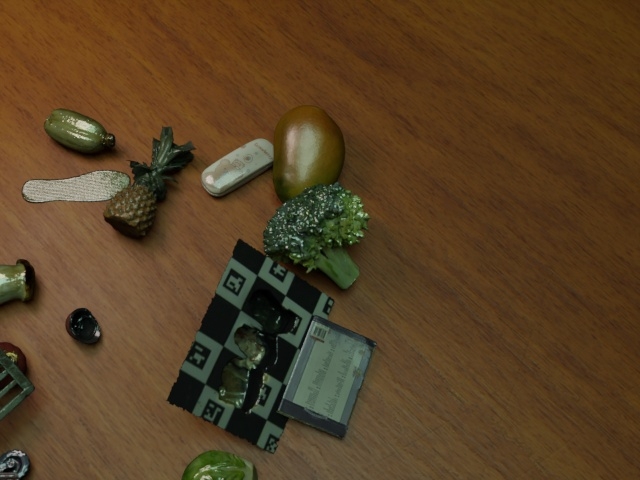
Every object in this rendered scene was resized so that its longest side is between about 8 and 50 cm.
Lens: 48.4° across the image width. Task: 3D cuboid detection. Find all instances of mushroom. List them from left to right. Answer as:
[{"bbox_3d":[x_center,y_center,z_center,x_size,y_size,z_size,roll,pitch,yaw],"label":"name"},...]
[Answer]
[{"bbox_3d":[-0.771,0.120,1.530,0.312,0.081,0.100,-17,63,-12],"label":"mushroom"}]

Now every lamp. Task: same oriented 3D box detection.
[{"bbox_3d":[-0.661,0.260,1.475,0.101,0.090,0.101,25,50,-34],"label":"lamp"}]

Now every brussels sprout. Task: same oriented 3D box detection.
[{"bbox_3d":[-0.201,0.490,1.412,0.155,0.117,0.155,-2,64,3],"label":"brussels sprout"}]

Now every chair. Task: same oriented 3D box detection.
[{"bbox_3d":[-0.724,0.338,1.385,0.136,0.147,0.270,55,50,-18],"label":"chair"}]

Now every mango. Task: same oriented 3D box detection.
[{"bbox_3d":[-0.027,-0.205,1.737,0.176,0.139,0.254,0,80,0],"label":"mango"}]

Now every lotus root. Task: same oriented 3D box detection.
[{"bbox_3d":[-0.580,-0.260,1.725,0.183,0.077,0.090,20,72,5],"label":"lotus root"}]

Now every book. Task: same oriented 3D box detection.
[{"bbox_3d":[0.017,0.298,1.562,0.158,0.026,0.231,25,66,-5],"label":"book"}]

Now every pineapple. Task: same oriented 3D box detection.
[{"bbox_3d":[-0.394,-0.138,1.676,0.130,0.119,0.277,13,61,20],"label":"pineapple"}]

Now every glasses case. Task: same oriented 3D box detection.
[{"bbox_3d":[-0.199,-0.180,1.750,0.204,0.051,0.081,-36,73,-20],"label":"glasses case"}]

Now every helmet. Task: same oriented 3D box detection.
[{"bbox_3d":[-0.522,0.190,1.545,0.065,0.049,0.084,-34,101,-52],"label":"helmet"}]

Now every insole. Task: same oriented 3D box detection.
[{"bbox_3d":[-0.584,-0.127,1.705,0.253,0.005,0.086,-7,66,-10],"label":"insole"}]

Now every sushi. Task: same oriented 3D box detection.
[{"bbox_3d":[-0.163,0.228,1.540,0.296,0.100,0.373,36,64,-31],"label":"sushi"}]

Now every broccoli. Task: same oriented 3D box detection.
[{"bbox_3d":[0.000,0.000,1.630,0.243,0.247,0.263,53,42,-18],"label":"broccoli"}]

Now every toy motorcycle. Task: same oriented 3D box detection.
[{"bbox_3d":[-0.668,0.489,1.376,0.213,0.084,0.118,-16,60,-19],"label":"toy motorcycle"}]
